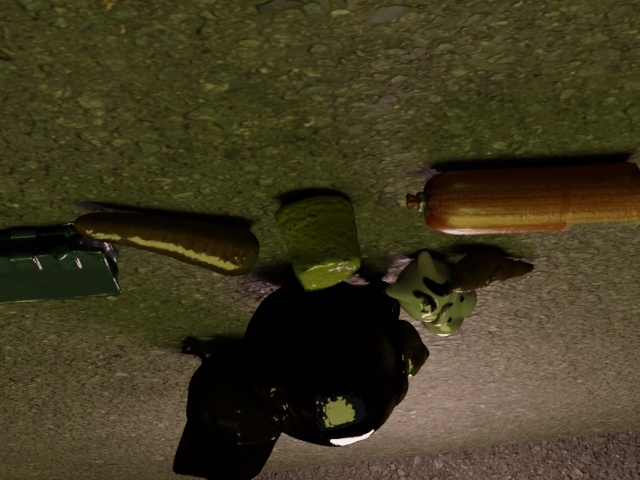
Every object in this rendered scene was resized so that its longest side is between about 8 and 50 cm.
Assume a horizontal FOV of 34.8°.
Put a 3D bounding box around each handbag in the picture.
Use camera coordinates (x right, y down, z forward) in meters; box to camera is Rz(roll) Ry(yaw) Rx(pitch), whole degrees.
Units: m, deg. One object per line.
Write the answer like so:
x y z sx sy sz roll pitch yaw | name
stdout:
-0.416 0.031 1.490 0.229 0.062 0.179 -4 156 -1 | handbag

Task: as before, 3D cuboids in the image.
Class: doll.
0.192 0.092 1.715 0.110 0.107 0.181 -53 152 1 | doll

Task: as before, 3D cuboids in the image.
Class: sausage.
0.268 -0.054 1.369 0.312 0.093 0.093 -3 159 -5 | sausage

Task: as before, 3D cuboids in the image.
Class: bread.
0.000 0.000 1.425 0.111 0.114 0.129 -15 161 8 | bread

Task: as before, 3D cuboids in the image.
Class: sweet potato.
0.281 0.043 1.682 0.226 0.068 0.068 -11 168 -41 | sweet potato

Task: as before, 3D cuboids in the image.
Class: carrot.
-0.223 -0.007 1.422 0.298 0.078 0.078 11 154 -29 | carrot

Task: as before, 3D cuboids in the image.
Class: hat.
-0.180 0.311 2.032 0.238 0.336 0.209 8 123 13 | hat

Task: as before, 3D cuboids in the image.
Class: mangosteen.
0.019 0.186 1.717 0.313 0.297 0.297 -48 162 -11 | mangosteen
